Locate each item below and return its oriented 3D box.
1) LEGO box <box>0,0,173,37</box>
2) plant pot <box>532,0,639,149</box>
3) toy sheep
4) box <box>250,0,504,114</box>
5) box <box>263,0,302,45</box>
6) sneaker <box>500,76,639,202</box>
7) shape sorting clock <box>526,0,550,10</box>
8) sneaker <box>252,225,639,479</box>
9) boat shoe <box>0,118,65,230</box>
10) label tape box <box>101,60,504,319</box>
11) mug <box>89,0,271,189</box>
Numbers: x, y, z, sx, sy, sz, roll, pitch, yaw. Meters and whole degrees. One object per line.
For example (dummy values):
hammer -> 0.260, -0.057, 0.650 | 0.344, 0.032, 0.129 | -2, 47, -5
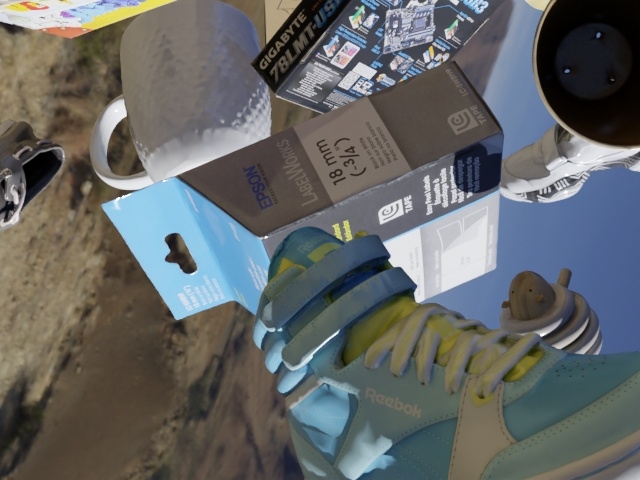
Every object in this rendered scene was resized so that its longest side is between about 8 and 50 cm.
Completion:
LEGO box -> -0.254, -0.377, 0.859 | 0.372, 0.500, 0.193 | 3, 84, -50
plant pot -> 0.393, -0.250, 1.198 | 0.254, 0.237, 0.237 | -58, 168, -79
toy sheep -> 0.194, 0.081, 0.735 | 0.091, 0.132, 0.091 | -30, -161, 12
box -> 0.093, -0.295, 1.210 | 0.293, 0.073, 0.295 | -48, 153, 20
box -> -0.023, -0.423, 1.625 | 0.021, 0.164, 0.201 | -113, -159, -71
sneaker -> 0.454, -0.201, 1.549 | 0.210, 0.365, 0.137 | 52, 35, -37
shape sorting clock -> 0.410, -0.471, 1.436 | 0.040, 0.206, 0.206 | -117, -146, -42
sneaker -> 0.065, 0.068, 0.548 | 0.127, 0.208, 0.319 | -23, 178, -44
boat shoe -> -0.407, -0.082, 1.162 | 0.335, 0.095, 0.112 | -105, -144, -66
label tape box -> 0.000, 0.000, 0.834 | 0.241, 0.333, 0.106 | 74, -9, -58
mug -> -0.272, -0.226, 1.674 | 0.276, 0.374, 0.328 | 48, 27, -59
